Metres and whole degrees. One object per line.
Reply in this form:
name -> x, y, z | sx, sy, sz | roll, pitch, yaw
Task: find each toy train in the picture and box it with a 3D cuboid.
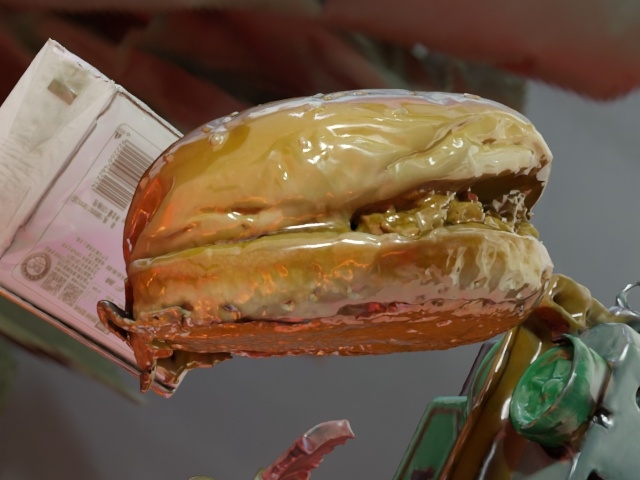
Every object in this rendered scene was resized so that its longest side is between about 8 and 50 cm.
toy train -> 0.134, 0.215, 1.466 | 0.249, 0.178, 0.429 | -7, 51, 56

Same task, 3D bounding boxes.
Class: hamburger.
hamburger -> 0.000, 0.000, 1.235 | 0.319, 0.319, 0.158 | -21, 76, 51

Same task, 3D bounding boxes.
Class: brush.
brush -> -0.035, 0.148, 1.122 | 0.084, 0.071, 0.301 | -21, -16, -22

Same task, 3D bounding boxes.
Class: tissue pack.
tissue pack -> -0.165, -0.014, 1.555 | 0.185, 0.225, 0.124 | -54, 44, -1
